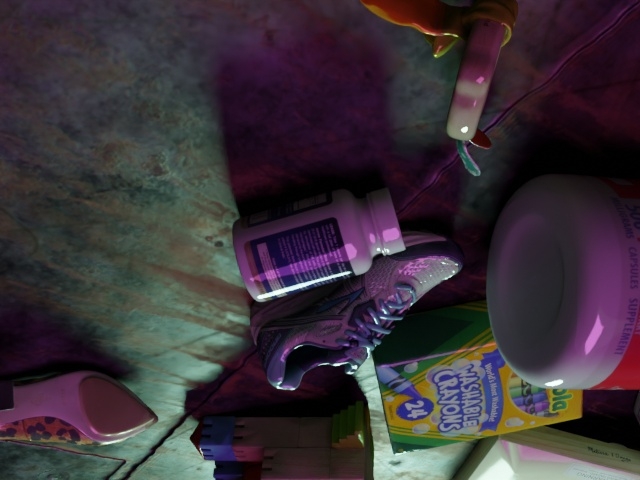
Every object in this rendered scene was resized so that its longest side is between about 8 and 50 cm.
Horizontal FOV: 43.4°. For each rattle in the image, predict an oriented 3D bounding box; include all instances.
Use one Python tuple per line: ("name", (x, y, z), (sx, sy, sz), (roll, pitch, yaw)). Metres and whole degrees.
("rattle", (0.100, -0.144, 0.735), (0.142, 0.130, 0.200), (1, 165, 3))

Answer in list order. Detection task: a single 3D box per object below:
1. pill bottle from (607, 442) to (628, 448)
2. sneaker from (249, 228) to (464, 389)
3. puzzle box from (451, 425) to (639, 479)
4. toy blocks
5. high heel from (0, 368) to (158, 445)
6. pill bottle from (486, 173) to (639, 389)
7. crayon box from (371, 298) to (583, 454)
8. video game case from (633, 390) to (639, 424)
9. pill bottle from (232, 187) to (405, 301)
("pill bottle", (0.513, 0.434, 1.460), (0.078, 0.078, 0.137), (3, 137, -15))
("sneaker", (0.049, 0.092, 0.945), (0.283, 0.122, 0.110), (-29, 136, 20))
("puzzle box", (0.450, 0.438, 1.385), (0.408, 0.052, 0.272), (16, 135, -3))
("toy blocks", (-0.051, 0.384, 1.239), (0.260, 0.191, 0.381), (-2, 139, 7))
("high heel", (-0.365, 0.230, 1.066), (0.186, 0.093, 0.261), (-22, 149, 40))
("pill bottle", (0.413, 0.051, 0.895), (0.407, 0.229, 0.229), (2, 137, -15))
("crayon box", (0.237, 0.172, 1.088), (0.323, 0.083, 0.203), (-13, 131, 1))
("video game case", (0.555, 0.299, 1.173), (0.061, 0.269, 0.244), (-13, 139, 1))
("pill bottle", (0.000, 0.000, 0.852), (0.169, 0.094, 0.094), (-16, 139, 7))
